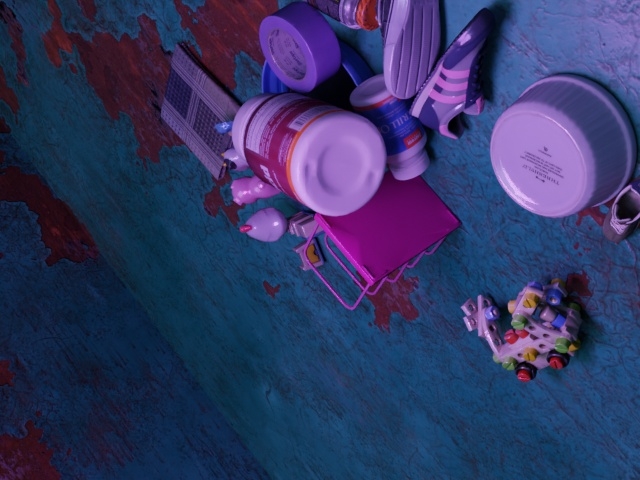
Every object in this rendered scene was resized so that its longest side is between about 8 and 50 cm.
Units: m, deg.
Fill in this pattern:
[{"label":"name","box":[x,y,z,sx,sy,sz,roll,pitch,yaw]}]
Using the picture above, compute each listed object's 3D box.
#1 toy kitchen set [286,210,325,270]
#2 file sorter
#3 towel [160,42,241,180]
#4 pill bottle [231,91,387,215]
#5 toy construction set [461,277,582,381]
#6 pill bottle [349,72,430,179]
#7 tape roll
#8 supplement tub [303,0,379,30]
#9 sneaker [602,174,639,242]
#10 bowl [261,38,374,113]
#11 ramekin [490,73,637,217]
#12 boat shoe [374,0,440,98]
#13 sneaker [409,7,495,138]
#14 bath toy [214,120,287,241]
[{"label":"toy kitchen set","box":[0.000,0.000,2.415,0.166,0.122,0.207,68,166,-14]},{"label":"file sorter","box":[0.134,-0.006,2.051,0.202,0.291,0.182,50,148,14]},{"label":"towel","box":[-0.349,-0.380,2.615,0.324,0.056,0.312,49,142,20]},{"label":"pill bottle","box":[-0.042,-0.210,1.987,0.392,0.224,0.224,33,140,57]},{"label":"toy construction set","box":[0.438,0.192,1.927,0.215,0.151,0.328,38,157,-12]},{"label":"pill bottle","box":[0.162,-0.249,1.956,0.124,0.124,0.221,10,138,49]},{"label":"tape roll","box":[-0.047,-0.433,1.978,0.189,0.080,0.189,40,151,27]},{"label":"supplement tub","box":[0.054,-0.531,1.902,0.190,0.117,0.117,37,141,31]},{"label":"sneaker","box":[0.563,-0.054,1.634,0.064,0.086,0.192,46,144,20]},{"label":"bowl","box":[0.012,-0.318,2.157,0.391,0.077,0.391,33,138,35]},{"label":"ramekin","box":[0.444,-0.168,1.665,0.273,0.127,0.273,32,137,35]},{"label":"boat shoe","box":[0.173,-0.464,1.809,0.119,0.121,0.335,34,125,52]},{"label":"sneaker","box":[0.296,-0.328,1.773,0.131,0.112,0.319,38,149,5]},{"label":"bath toy","box":[-0.193,-0.160,2.419,0.151,0.129,0.348,-21,82,61]}]
